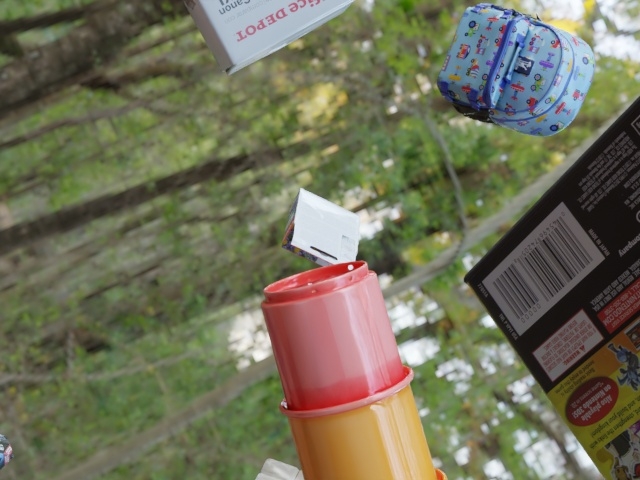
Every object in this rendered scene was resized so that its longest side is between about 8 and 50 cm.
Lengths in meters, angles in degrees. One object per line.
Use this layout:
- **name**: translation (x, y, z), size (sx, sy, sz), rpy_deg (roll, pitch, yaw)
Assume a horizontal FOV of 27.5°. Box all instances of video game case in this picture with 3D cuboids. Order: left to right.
- **video game case**: translation (0.240, 0.044, 0.819), size (0.248, 0.035, 0.275), rpy_deg (56, -45, 18)

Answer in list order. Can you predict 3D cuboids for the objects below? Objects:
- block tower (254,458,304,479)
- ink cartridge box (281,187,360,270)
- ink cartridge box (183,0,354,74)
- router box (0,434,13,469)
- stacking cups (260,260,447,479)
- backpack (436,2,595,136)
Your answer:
- **block tower**: translation (-0.062, 0.302, 0.963), size (0.335, 0.097, 0.091), rpy_deg (-58, 160, -51)
- **ink cartridge box**: translation (0.000, 0.000, 1.146), size (0.029, 0.063, 0.115), rpy_deg (-61, -171, 25)
- **ink cartridge box**: translation (-0.054, -0.209, 0.930), size (0.150, 0.109, 0.063), rpy_deg (61, -10, -7)
- **router box**: translation (-0.474, 0.298, 1.702), size (0.092, 0.122, 0.038), rpy_deg (26, 23, -53)
- **stacking cups**: translation (0.042, 0.169, 0.699), size (0.096, 0.096, 0.316), rpy_deg (-157, -129, -75)
- **backpack**: translation (0.262, -0.221, 1.719), size (0.173, 0.158, 0.117), rpy_deg (26, 2, 40)
